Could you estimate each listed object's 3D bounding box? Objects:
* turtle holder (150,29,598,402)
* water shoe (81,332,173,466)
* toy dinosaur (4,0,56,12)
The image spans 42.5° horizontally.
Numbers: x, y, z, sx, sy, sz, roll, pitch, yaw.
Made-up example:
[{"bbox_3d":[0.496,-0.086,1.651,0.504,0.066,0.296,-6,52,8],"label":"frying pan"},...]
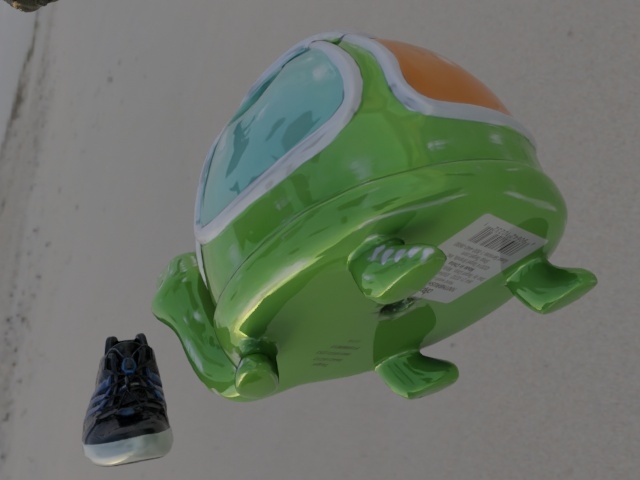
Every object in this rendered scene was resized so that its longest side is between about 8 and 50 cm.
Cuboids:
[{"bbox_3d":[0.019,-0.005,0.617,0.320,0.243,0.227,120,138,-52],"label":"turtle holder"},{"bbox_3d":[-0.171,0.130,0.704,0.203,0.073,0.080,-163,68,-73],"label":"water shoe"},{"bbox_3d":[-0.401,-0.302,0.838,0.064,0.268,0.118,-126,40,-67],"label":"toy dinosaur"}]
